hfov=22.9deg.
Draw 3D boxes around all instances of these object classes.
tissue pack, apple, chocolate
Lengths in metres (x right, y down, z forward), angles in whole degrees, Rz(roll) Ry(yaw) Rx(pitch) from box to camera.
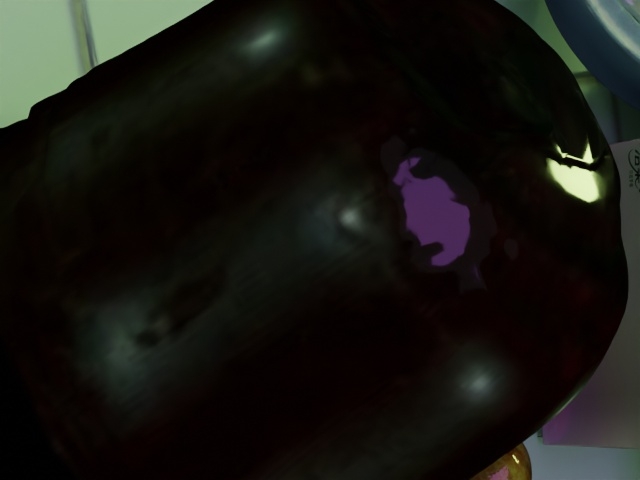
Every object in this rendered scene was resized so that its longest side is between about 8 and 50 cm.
[{"bbox_3d":[0.252,0.047,1.289,0.093,0.148,0.246,1,84,-33],"label":"tissue pack"},{"bbox_3d":[0.125,0.186,1.235,0.084,0.084,0.071,-38,134,-30],"label":"apple"},{"bbox_3d":[0.000,0.000,0.935,0.384,0.331,0.383,28,41,-28],"label":"chocolate"}]

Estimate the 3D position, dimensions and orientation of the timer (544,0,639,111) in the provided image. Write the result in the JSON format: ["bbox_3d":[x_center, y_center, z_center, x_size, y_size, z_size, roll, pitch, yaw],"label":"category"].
[{"bbox_3d":[0.336,-0.271,1.275,0.395,0.173,0.394,0,85,-1],"label":"timer"}]
